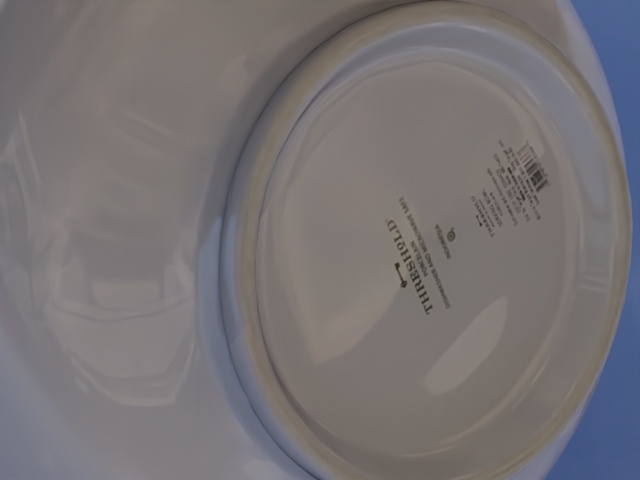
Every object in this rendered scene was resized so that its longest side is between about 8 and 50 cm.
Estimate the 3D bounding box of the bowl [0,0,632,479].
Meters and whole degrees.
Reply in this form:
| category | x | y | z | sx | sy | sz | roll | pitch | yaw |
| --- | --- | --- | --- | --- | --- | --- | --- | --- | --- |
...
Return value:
| category | x | y | z | sx | sy | sz | roll | pitch | yaw |
| --- | --- | --- | --- | --- | --- | --- | --- | --- | --- |
| bowl | 0.000 | 0.000 | 0.463 | 0.298 | 0.134 | 0.298 | -5 | -82 | -34 |
